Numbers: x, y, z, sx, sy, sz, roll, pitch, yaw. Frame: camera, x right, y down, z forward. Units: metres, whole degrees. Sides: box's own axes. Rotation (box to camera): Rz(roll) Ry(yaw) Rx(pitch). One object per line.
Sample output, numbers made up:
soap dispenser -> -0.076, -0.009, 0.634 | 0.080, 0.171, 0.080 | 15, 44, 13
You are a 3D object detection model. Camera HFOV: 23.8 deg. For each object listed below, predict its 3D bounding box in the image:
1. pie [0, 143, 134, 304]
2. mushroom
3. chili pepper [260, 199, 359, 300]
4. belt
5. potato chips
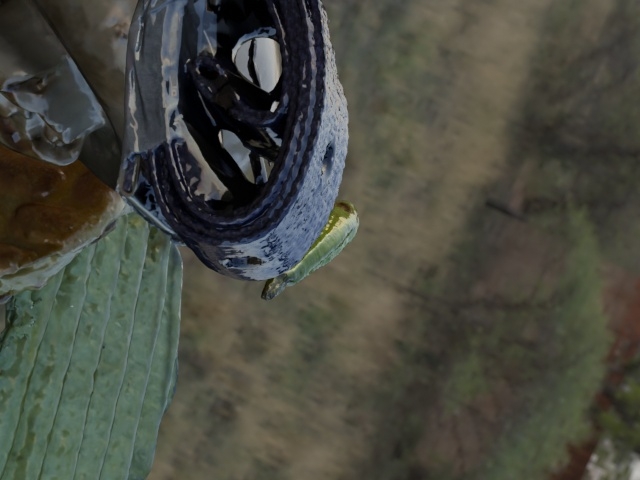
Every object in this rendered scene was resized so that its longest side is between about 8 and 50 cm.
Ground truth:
pie -> -0.340, -0.083, 1.574 | 0.339, 0.339, 0.083 | -60, 162, -27
mushroom -> -0.209, -0.171, 1.329 | 0.294, 0.362, 0.362 | -38, 161, -19
chili pepper -> 0.001, -0.001, 1.329 | 0.208, 0.048, 0.043 | -43, 123, -65
belt -> -0.054, -0.091, 1.028 | 0.126, 0.139, 0.231 | 57, 30, -72
potato chips -> -0.256, 0.135, 1.709 | 0.358, 0.070, 0.429 | 25, 76, -65
